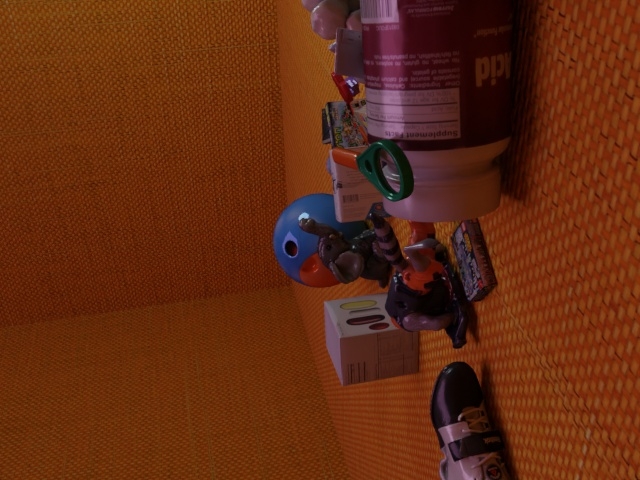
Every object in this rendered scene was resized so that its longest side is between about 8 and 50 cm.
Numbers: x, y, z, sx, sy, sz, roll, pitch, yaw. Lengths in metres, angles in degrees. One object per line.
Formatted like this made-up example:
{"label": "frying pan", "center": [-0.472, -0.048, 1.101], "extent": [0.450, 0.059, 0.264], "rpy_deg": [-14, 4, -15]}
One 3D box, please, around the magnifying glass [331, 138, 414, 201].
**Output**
{"label": "magnifying glass", "center": [0.076, -0.117, 1.088], "extent": [0.231, 0.026, 0.092], "rpy_deg": [27, 137, 61]}

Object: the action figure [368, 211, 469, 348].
{"label": "action figure", "center": [0.182, 0.045, 1.433], "extent": [0.341, 0.179, 0.330], "rpy_deg": [-104, 7, -51]}

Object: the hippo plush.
{"label": "hippo plush", "center": [0.065, -0.475, 1.545], "extent": [0.236, 0.234, 0.294], "rpy_deg": [102, 158, -62]}

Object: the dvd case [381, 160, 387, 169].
{"label": "dvd case", "center": [0.175, -0.189, 1.276], "extent": [0.018, 0.221, 0.164], "rpy_deg": [2, 102, 42]}

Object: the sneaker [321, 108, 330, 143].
{"label": "sneaker", "center": [0.037, -0.369, 2.251], "extent": [0.222, 0.083, 0.118], "rpy_deg": [-142, 46, -78]}

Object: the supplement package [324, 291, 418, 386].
{"label": "supplement package", "center": [0.129, 0.250, 1.839], "extent": [0.194, 0.203, 0.149], "rpy_deg": [-118, 22, -63]}

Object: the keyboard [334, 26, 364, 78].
{"label": "keyboard", "center": [0.124, -0.298, 1.178], "extent": [0.014, 0.256, 0.072], "rpy_deg": [20, 107, 50]}

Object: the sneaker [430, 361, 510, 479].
{"label": "sneaker", "center": [0.294, 0.392, 1.316], "extent": [0.146, 0.123, 0.330], "rpy_deg": [2, 99, 62]}

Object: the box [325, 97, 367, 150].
{"label": "box", "center": [0.085, -0.282, 1.946], "extent": [0.036, 0.114, 0.206], "rpy_deg": [139, 122, -78]}

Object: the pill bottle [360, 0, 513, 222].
{"label": "pill bottle", "center": [0.180, -0.240, 1.082], "extent": [0.224, 0.224, 0.392], "rpy_deg": [-122, 25, -68]}

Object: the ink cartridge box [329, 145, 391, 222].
{"label": "ink cartridge box", "center": [0.104, -0.151, 1.853], "extent": [0.082, 0.140, 0.190], "rpy_deg": [-140, 43, -79]}

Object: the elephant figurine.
{"label": "elephant figurine", "center": [0.065, 0.036, 1.934], "extent": [0.169, 0.240, 0.186], "rpy_deg": [106, 154, -67]}

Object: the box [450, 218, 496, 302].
{"label": "box", "center": [0.280, 0.036, 1.303], "extent": [0.094, 0.027, 0.137], "rpy_deg": [105, 155, -65]}

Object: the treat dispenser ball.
{"label": "treat dispenser ball", "center": [0.000, 0.000, 2.140], "extent": [0.288, 0.288, 0.288], "rpy_deg": [172, 90, -81]}

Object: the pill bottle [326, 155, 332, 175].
{"label": "pill bottle", "center": [0.072, -0.233, 2.138], "extent": [0.160, 0.087, 0.087], "rpy_deg": [-173, 75, -80]}

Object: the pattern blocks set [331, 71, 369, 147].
{"label": "pattern blocks set", "center": [0.135, -0.229, 1.592], "extent": [0.324, 0.026, 0.285], "rpy_deg": [59, 179, -24]}
